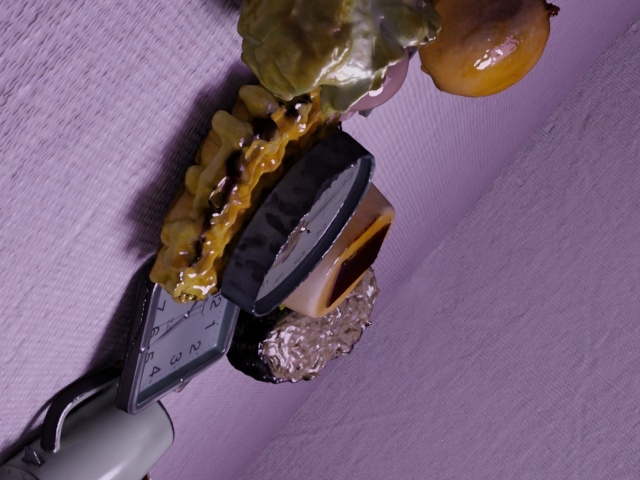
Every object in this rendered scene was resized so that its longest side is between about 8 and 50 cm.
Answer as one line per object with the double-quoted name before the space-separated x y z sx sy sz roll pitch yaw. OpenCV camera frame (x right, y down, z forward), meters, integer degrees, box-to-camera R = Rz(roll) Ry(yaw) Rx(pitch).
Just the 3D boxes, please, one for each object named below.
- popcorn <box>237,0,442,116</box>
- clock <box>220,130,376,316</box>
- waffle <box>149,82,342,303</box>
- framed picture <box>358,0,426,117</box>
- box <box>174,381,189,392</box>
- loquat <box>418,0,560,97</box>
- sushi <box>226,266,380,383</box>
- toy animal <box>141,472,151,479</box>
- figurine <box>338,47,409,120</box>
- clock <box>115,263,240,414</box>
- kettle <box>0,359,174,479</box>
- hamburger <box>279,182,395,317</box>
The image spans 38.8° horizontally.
"popcorn" 0.013 -0.248 0.978 0.221 0.184 0.204 -48 -153 -4
"clock" -0.029 -0.020 1.354 0.312 0.061 0.312 -50 168 -14
"waffle" -0.091 -0.079 1.281 0.382 0.095 0.379 -29 151 -61
"framed picture" 0.104 -0.315 1.250 0.189 0.023 0.260 -56 160 -26
"box" -0.256 0.230 1.690 0.098 0.062 0.045 -50 171 -6
"loquat" 0.265 -0.345 1.494 0.238 0.193 0.238 -22 155 -11
"sushi" -0.036 0.158 1.850 0.350 0.171 0.211 -31 127 -39
"toy animal" -0.373 0.560 1.757 0.225 0.302 0.284 -47 161 -23
"figurine" 0.049 -0.223 1.135 0.125 0.125 0.138 -47 168 -10
"clock" -0.216 0.120 1.458 0.279 0.049 0.273 -28 140 -56
"kettle" -0.365 0.327 1.452 0.255 0.165 0.240 -37 134 -42
"hamburger" 0.000 0.000 1.645 0.302 0.170 0.302 -49 164 -18
